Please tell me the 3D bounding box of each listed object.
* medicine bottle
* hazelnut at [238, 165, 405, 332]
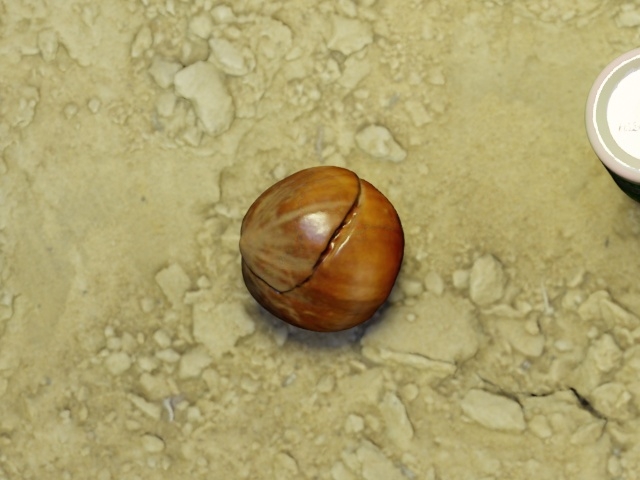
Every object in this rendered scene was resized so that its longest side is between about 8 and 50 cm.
[{"bbox_3d":[0.338,-0.101,1.776,0.133,0.274,0.133,-2,82,15],"label":"medicine bottle"},{"bbox_3d":[0.000,0.000,1.890,0.182,0.182,0.182,-1,85,10],"label":"hazelnut"}]
